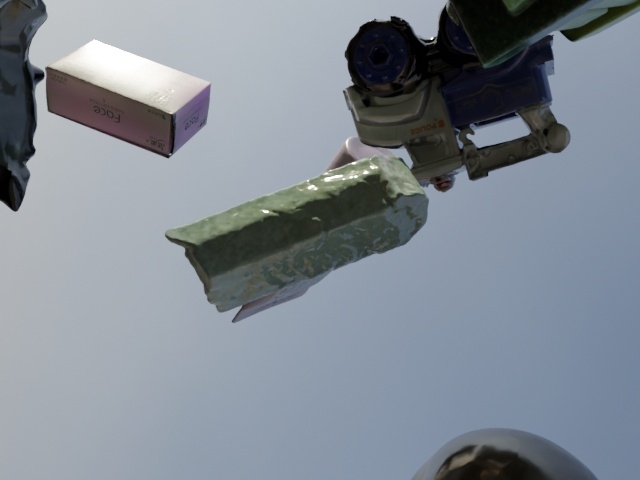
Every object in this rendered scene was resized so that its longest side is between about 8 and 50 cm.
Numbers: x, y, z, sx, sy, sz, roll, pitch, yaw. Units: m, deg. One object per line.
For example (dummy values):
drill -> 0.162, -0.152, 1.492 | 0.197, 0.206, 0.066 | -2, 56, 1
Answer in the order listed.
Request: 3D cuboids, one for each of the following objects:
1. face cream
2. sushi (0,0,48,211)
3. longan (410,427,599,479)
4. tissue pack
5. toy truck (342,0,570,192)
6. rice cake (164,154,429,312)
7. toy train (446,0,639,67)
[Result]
face cream -> 0.000, 0.000, 0.888 | 0.096, 0.154, 0.274 | 47, -57, 16
sushi -> -0.285, -0.102, 0.273 | 0.299, 0.294, 0.282 | 117, -16, -61
longan -> 0.140, 0.236, 0.588 | 0.185, 0.204, 0.159 | 151, -54, -68
tissue pack -> -0.332, -0.252, 1.251 | 0.246, 0.149, 0.093 | 21, -51, 9
toy truck -> 0.136, -0.143, 0.727 | 0.213, 0.161, 0.177 | -15, -90, 20
rice cake -> -0.012, -0.007, 0.570 | 0.063, 0.206, 0.069 | 80, -16, -50
toy train -> 0.260, -0.262, 0.582 | 0.253, 0.397, 0.160 | -25, -88, 41
